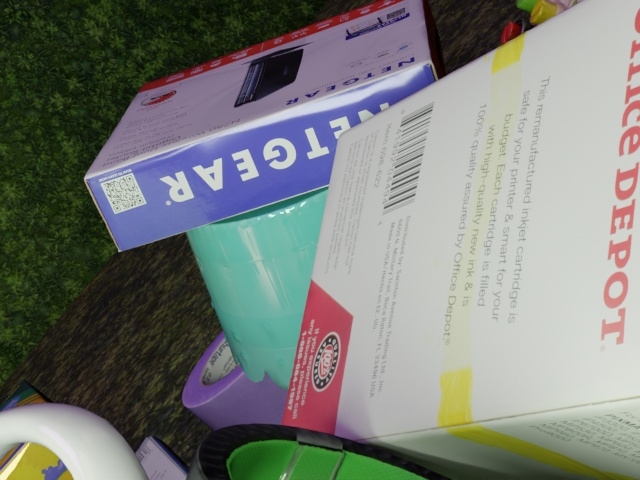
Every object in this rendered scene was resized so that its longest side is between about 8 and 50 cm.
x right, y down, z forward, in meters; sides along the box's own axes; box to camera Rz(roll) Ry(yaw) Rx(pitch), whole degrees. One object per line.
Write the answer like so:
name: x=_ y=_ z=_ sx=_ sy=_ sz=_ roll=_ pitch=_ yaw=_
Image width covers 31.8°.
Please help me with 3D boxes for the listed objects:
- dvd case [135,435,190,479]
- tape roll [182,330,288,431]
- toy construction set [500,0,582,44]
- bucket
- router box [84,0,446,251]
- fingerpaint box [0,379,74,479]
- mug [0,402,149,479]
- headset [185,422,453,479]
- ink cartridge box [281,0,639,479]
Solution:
dvd case: x=-0.149 y=0.304 z=1.023 sx=0.179 sy=0.029 sz=0.239 roll=-56 pitch=36 yaw=-4
tape roll: x=-0.068 y=0.145 z=1.312 sx=0.189 sy=0.080 sz=0.189 roll=-42 pitch=16 yaw=15
toy construction set: x=0.308 y=-0.274 z=1.260 sx=0.327 sy=0.151 sz=0.215 roll=-63 pitch=-3 yaw=-67
bucket: x=0.000 y=0.000 z=1.146 sx=0.281 sy=0.183 sz=0.281 roll=-18 pitch=23 yaw=8
router box: x=-0.038 y=-0.132 z=1.130 sx=0.335 sy=0.082 sz=0.301 roll=-18 pitch=23 yaw=10
fingerpaint box: x=-0.481 y=0.421 z=1.527 sx=0.445 sy=0.163 sz=0.371 roll=-50 pitch=16 yaw=-13
mug: x=-0.150 y=0.283 z=0.668 sx=0.328 sy=0.374 sz=0.276 roll=-27 pitch=-18 yaw=39
headset: x=0.067 y=0.220 z=0.545 sx=0.394 sy=0.243 sz=0.185 roll=29 pitch=100 yaw=56
ink cartridge box: x=0.154 y=0.017 z=0.753 sx=0.385 sy=0.160 sz=0.279 roll=-23 pitch=49 yaw=55
